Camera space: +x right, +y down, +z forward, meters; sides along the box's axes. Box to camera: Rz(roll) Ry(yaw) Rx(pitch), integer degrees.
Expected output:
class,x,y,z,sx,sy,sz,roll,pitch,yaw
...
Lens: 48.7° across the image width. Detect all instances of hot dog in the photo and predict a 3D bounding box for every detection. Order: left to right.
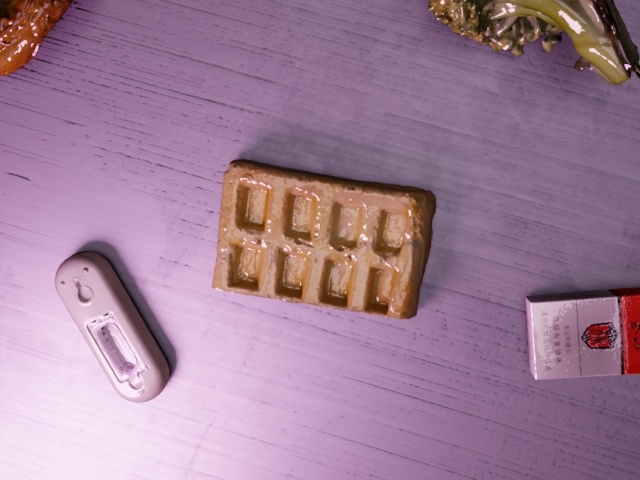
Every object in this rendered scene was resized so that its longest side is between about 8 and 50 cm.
class,x,y,z,sx,sy,sz,roll,pitch,yaw
hot dog,-0.383,-0.308,0.865,0.160,0.099,0.227,38,98,-3

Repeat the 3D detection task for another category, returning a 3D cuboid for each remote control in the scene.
class,x,y,z,sx,sy,sz,roll,pitch,yaw
remote control,-0.279,0.117,0.944,0.078,0.042,0.221,-28,95,11

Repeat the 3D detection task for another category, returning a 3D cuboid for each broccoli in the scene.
class,x,y,z,sx,sy,sz,roll,pitch,yaw
broccoli,0.202,-0.259,0.750,0.180,0.242,0.273,-23,89,31

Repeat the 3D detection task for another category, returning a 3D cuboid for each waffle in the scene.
class,x,y,z,sx,sy,sz,roll,pitch,yaw
waffle,0.000,0.000,0.885,0.274,0.057,0.168,10,99,6

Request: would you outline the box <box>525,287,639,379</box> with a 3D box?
class,x,y,z,sx,sy,sz,roll,pitch,yaw
box,0.334,0.114,0.870,0.152,0.048,0.100,-5,100,10
